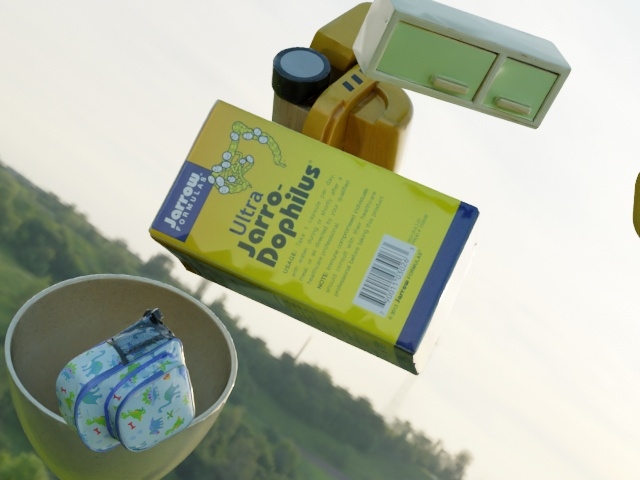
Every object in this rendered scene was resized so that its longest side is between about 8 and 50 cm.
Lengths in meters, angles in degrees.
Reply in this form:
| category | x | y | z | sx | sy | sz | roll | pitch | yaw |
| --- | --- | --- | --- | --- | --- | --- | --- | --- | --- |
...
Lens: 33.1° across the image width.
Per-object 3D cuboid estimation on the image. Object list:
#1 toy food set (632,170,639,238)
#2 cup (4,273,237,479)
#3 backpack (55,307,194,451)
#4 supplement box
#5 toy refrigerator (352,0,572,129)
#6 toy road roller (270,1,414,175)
| category | x | y | z | sx | sy | sz | roll | pitch | yaw |
| --- | --- | --- | --- | --- | --- | --- | --- | --- | --- |
| toy food set | 0.637 | -0.088 | 1.933 | 0.128 | 0.218 | 0.071 | 14 | 23 | 35 |
| cup | -0.309 | 0.245 | 1.612 | 0.331 | 0.331 | 0.237 | 32 | -51 | 20 |
| backpack | -0.174 | 0.138 | 0.972 | 0.084 | 0.114 | 0.105 | 41 | -34 | 41 |
| supplement box | 0.000 | 0.000 | 1.355 | 0.356 | 0.195 | 0.194 | 24 | -10 | 12 |
| toy refrigerator | 0.190 | -0.242 | 1.439 | 0.269 | 0.102 | 0.094 | 14 | 32 | -21 |
| toy road roller | 0.072 | -0.226 | 1.804 | 0.240 | 0.329 | 0.203 | 30 | -42 | 20 |
